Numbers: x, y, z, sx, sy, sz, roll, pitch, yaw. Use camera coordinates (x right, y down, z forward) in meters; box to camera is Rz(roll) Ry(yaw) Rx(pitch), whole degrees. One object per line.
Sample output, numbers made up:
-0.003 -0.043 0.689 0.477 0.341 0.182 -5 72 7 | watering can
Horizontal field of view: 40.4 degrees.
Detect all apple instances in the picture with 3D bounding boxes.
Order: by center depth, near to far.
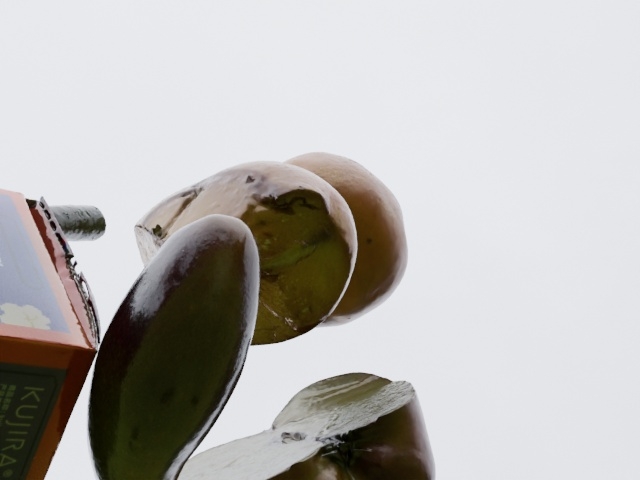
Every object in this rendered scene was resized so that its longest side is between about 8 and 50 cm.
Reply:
-0.024 0.292 1.119 0.295 0.365 0.329 27 -109 -19 | apple

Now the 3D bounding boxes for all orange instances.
0.000 0.000 1.508 0.312 0.312 0.312 -1 -66 -3 | orange

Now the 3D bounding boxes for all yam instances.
-0.345 -0.023 1.170 0.054 0.132 0.054 1 -87 22 | yam

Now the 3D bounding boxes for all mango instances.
-0.123 0.104 0.701 0.111 0.133 0.268 14 -76 -37 | mango
-0.100 0.015 0.967 0.199 0.350 0.201 9 -95 -33 | mango

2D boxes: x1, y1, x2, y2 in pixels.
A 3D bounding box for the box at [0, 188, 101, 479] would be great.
-0.399 0.143 0.789 0.256 0.318 0.349 14 -73 -34 | box
